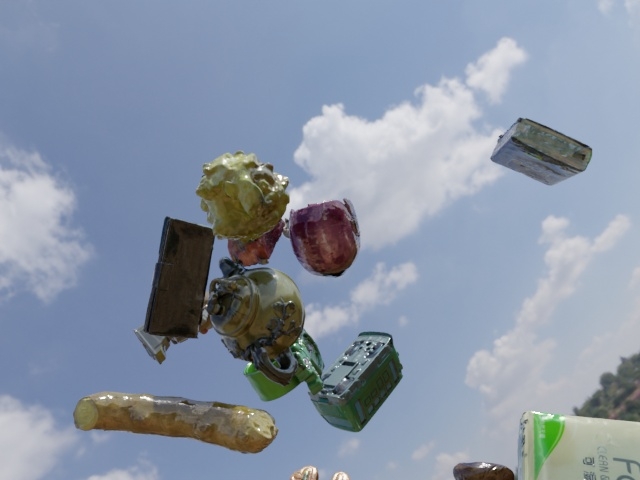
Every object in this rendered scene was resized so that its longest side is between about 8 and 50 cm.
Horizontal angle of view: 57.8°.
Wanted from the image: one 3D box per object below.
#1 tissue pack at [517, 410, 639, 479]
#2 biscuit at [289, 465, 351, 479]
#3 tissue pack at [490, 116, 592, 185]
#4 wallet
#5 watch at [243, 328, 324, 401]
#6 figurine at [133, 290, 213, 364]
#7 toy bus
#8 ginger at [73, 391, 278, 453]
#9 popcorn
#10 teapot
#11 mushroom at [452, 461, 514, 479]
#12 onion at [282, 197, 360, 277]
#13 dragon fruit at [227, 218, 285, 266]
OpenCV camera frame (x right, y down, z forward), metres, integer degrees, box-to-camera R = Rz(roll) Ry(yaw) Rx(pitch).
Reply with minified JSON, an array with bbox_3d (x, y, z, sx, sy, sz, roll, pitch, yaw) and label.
[{"bbox_3d":[0.602,0.599,1.266,0.405,0.331,0.205,-69,-26,-46],"label":"tissue pack"},{"bbox_3d":[-0.026,0.769,1.607,0.334,0.201,0.047,-59,-30,-54],"label":"biscuit"},{"bbox_3d":[0.495,-0.198,1.322,0.073,0.173,0.235,-64,-5,0],"label":"tissue pack"},{"bbox_3d":[-0.379,0.104,1.582,0.168,0.044,0.318,15,-100,-45],"label":"wallet"},{"bbox_3d":[-0.082,0.251,1.154,0.151,0.131,0.165,-28,11,12],"label":"watch"},{"bbox_3d":[-0.475,0.275,1.966,0.284,0.342,0.167,-39,-56,-24],"label":"figurine"},{"bbox_3d":[0.138,0.492,2.001,0.343,0.183,0.200,-40,-68,-36],"label":"toy bus"},{"bbox_3d":[-0.209,0.265,0.860,0.298,0.065,0.118,10,-10,-9],"label":"ginger"},{"bbox_3d":[-0.148,-0.081,1.060,0.173,0.142,0.174,-6,-46,-6],"label":"popcorn"},{"bbox_3d":[-0.124,0.134,1.029,0.173,0.270,0.182,-42,-42,20],"label":"teapot"},{"bbox_3d":[0.319,0.467,1.132,0.123,0.052,0.123,4,-37,3],"label":"mushroom"},{"bbox_3d":[0.014,-0.003,1.346,0.200,0.201,0.207,-34,0,-13],"label":"onion"},{"bbox_3d":[-0.142,-0.023,1.217,0.096,0.102,0.147,64,-145,-37],"label":"dragon fruit"}]
